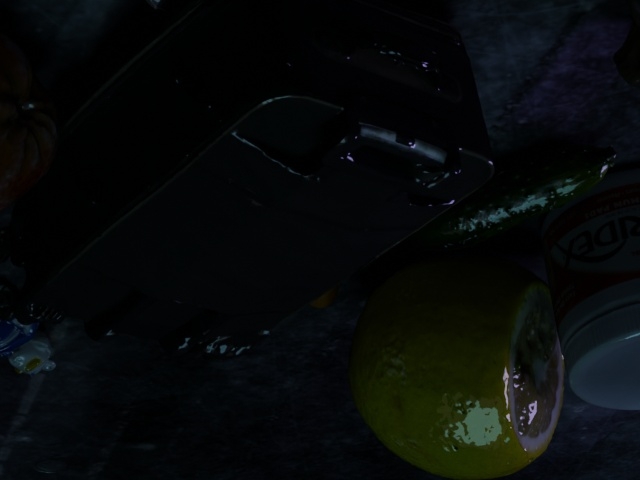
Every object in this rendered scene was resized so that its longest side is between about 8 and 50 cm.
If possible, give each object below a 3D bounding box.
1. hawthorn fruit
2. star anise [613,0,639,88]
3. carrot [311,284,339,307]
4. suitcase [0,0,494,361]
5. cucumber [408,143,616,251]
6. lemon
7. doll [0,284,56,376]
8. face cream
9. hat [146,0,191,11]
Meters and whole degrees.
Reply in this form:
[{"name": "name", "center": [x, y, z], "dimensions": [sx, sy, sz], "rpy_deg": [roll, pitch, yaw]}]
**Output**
[{"name": "hawthorn fruit", "center": [-0.307, -0.095, 1.312], "dimensions": [0.173, 0.172, 0.173], "rpy_deg": [-4, 150, -2]}, {"name": "star anise", "center": [0.360, -0.181, 1.343], "dimensions": [0.214, 0.099, 0.220], "rpy_deg": [7, 149, -2]}, {"name": "carrot", "center": [0.000, 0.000, 1.649], "dimensions": [0.043, 0.043, 0.248], "rpy_deg": [-4, 148, -3]}, {"name": "suitcase", "center": [-0.067, -0.056, 1.381], "dimensions": [0.283, 0.194, 0.434], "rpy_deg": [14, 145, -38]}, {"name": "cucumber", "center": [0.187, -0.043, 1.579], "dimensions": [0.227, 0.069, 0.069], "rpy_deg": [-22, 146, 22]}, {"name": "lemon", "center": [0.134, 0.131, 1.707], "dimensions": [0.219, 0.240, 0.240], "rpy_deg": [3, 156, 28]}, {"name": "doll", "center": [-0.357, 0.092, 1.730], "dimensions": [0.114, 0.057, 0.227], "rpy_deg": [-26, 143, 24]}, {"name": "face cream", "center": [0.336, 0.049, 1.639], "dimensions": [0.201, 0.187, 0.201], "rpy_deg": [-4, 150, -2]}, {"name": "hat", "center": [-0.113, -0.212, 1.273], "dimensions": [0.087, 0.042, 0.058], "rpy_deg": [-25, 174, -44]}]
